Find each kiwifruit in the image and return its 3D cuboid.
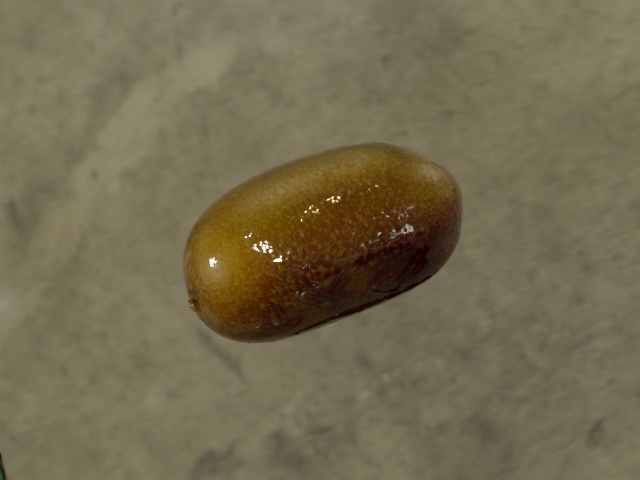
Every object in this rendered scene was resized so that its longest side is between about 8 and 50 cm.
[{"bbox_3d":[0.000,0.000,0.826,0.075,0.124,0.075,56,161,30],"label":"kiwifruit"}]

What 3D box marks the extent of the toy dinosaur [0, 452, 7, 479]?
[{"bbox_3d":[-0.077,0.222,0.647,0.129,0.076,0.383,-27,104,13],"label":"toy dinosaur"}]
